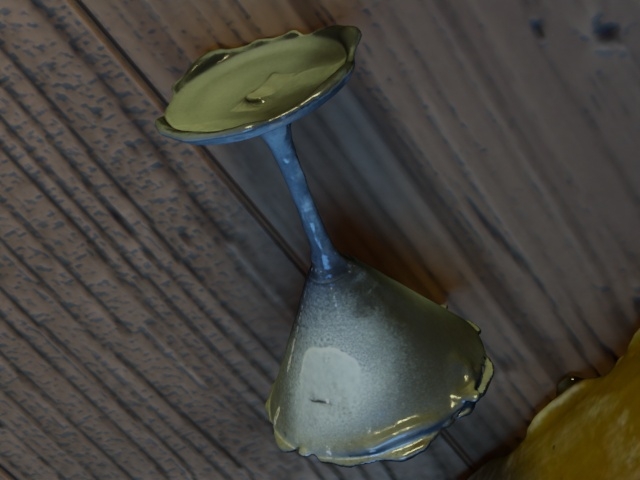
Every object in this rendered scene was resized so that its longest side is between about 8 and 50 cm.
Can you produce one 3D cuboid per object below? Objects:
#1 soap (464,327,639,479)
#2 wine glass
[{"bbox_3d":[0.272,0.181,0.668,0.335,0.156,0.293,31,129,-17],"label":"soap"},{"bbox_3d":[0.000,0.000,0.584,0.122,0.122,0.183,-13,120,15],"label":"wine glass"}]
